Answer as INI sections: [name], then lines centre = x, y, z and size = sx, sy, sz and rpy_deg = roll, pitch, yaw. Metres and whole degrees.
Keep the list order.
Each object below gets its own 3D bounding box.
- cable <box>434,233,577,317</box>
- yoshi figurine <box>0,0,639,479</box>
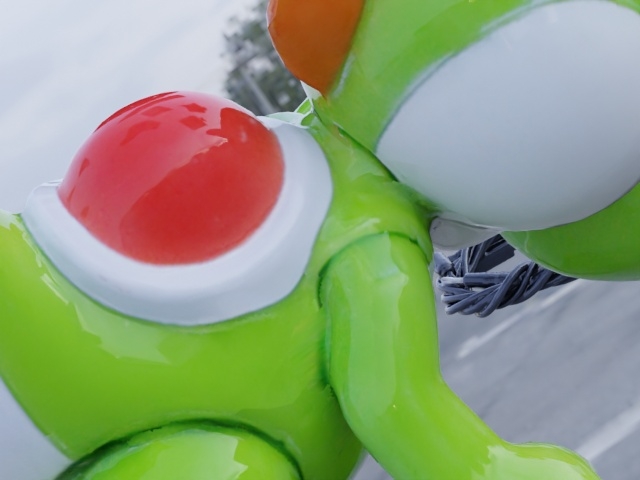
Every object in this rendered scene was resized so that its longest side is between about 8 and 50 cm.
[cable]
centre = 0.177, 0.000, 1.256
size = 0.184, 0.047, 0.150
rpy_deg = -24, 16, 5
[yoshi figurine]
centre = 0.019, 0.017, 0.468
size = 0.362, 0.203, 0.203
rpy_deg = -46, -2, 3
